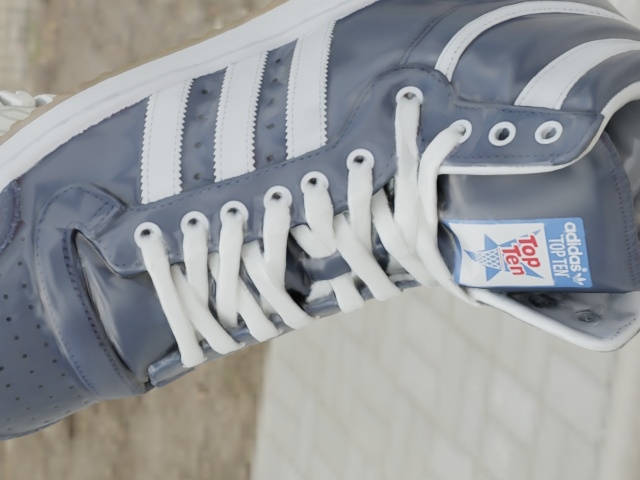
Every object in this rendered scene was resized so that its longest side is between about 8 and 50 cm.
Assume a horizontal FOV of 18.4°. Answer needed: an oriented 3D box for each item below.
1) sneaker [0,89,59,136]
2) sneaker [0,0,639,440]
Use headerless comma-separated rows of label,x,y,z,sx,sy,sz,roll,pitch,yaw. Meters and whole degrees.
sneaker,-0.143,-0.038,1.177,0.118,0.292,0.110,12,114,46
sneaker,0.000,0.000,0.633,0.153,0.282,0.099,41,157,45
